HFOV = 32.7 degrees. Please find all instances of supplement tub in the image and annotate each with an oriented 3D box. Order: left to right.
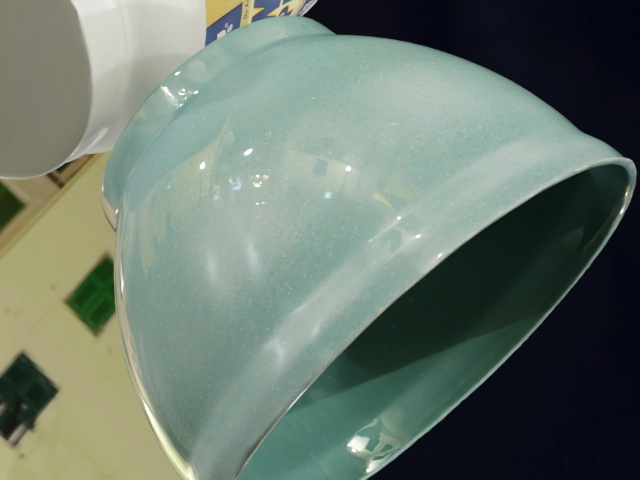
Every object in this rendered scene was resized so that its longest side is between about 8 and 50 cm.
[{"bbox_3d":[-0.140,-0.198,0.742,0.228,0.316,0.228,16,-52,21],"label":"supplement tub"}]

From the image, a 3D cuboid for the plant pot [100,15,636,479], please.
[{"bbox_3d":[0.000,0.000,0.615,0.196,0.293,0.293,47,-41,21],"label":"plant pot"}]
